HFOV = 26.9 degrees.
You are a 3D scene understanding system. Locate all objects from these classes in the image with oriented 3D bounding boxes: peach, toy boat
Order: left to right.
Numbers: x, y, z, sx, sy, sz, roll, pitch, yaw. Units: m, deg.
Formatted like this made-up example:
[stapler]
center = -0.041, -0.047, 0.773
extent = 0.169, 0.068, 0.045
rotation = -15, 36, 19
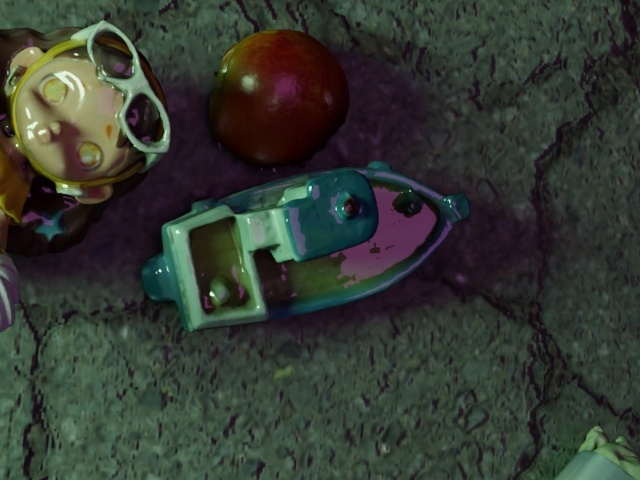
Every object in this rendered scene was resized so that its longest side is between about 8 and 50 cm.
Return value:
[peach]
center = -0.022, -0.093, 0.865
extent = 0.098, 0.061, 0.098
rotation = 5, 75, -21
[toy boat]
center = 0.000, 0.000, 0.844
extent = 0.215, 0.102, 0.088
rotation = -13, 92, -25

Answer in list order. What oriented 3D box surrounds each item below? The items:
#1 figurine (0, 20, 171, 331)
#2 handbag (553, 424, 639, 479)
[figurine]
center = -0.196, -0.039, 0.752
extent = 0.240, 0.116, 0.175
rotation = -29, 94, -18
[handbag]
center = 0.182, 0.223, 0.907
extent = 0.173, 0.095, 0.117
rotation = -46, 107, -18
